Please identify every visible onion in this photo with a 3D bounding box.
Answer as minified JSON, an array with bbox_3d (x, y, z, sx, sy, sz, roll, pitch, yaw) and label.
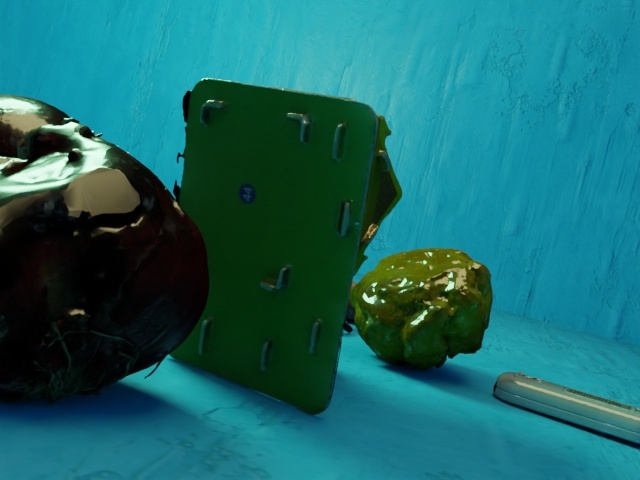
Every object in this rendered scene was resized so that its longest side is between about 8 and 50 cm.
[{"bbox_3d":[-0.242,0.030,0.589,0.280,0.281,0.221,12,-30,-29],"label":"onion"}]

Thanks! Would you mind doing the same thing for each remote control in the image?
[{"bbox_3d":[0.377,0.243,0.979,0.244,0.047,0.087,13,5,27],"label":"remote control"}]

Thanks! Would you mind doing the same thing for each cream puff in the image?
[{"bbox_3d":[0.171,0.109,1.101,0.244,0.244,0.196,16,-33,37],"label":"cream puff"}]

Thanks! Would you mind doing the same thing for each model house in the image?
[{"bbox_3d":[0.000,0.000,0.835,0.242,0.358,0.312,14,12,29],"label":"model house"}]

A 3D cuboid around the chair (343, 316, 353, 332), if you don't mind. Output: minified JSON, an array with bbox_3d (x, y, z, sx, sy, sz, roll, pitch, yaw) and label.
[{"bbox_3d":[-0.054,0.085,1.312,0.154,0.141,0.260,11,48,-35],"label":"chair"}]

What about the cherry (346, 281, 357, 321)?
[{"bbox_3d":[0.052,0.124,1.419,0.126,0.087,0.106,11,7,-2],"label":"cherry"}]

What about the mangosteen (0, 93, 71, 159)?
[{"bbox_3d":[-0.476,-0.071,1.026,0.297,0.293,0.297,-22,-16,-6],"label":"mangosteen"}]
